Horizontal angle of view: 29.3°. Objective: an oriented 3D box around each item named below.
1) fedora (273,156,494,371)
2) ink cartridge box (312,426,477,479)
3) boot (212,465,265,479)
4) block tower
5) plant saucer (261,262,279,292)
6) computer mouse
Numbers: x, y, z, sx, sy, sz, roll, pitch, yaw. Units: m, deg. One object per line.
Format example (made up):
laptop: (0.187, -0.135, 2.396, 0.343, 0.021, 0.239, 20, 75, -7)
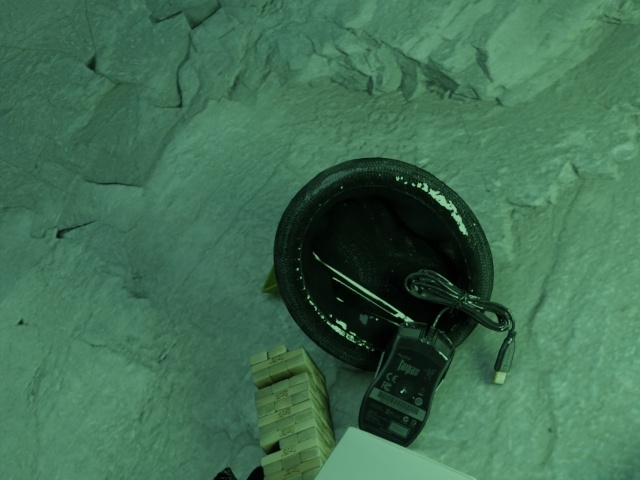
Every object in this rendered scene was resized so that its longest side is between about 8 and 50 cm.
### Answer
fedora: (0.089, 0.027, 1.825, 0.334, 0.334, 0.152, -29, 12, 4)
ink cartridge box: (0.106, 0.397, 1.460, 0.197, 0.270, 0.198, 17, 61, 40)
boot: (-0.117, 0.356, 1.747, 0.045, 0.099, 0.121, 10, 57, 34)
block tower: (-0.031, 0.302, 1.752, 0.091, 0.097, 0.335, -23, 45, 11)
plant saucer: (0.000, 0.000, 1.999, 0.188, 0.045, 0.188, -26, 34, 53)
computer mouse: (0.170, 0.186, 1.753, 0.184, 0.060, 0.262, 20, 88, 0)
